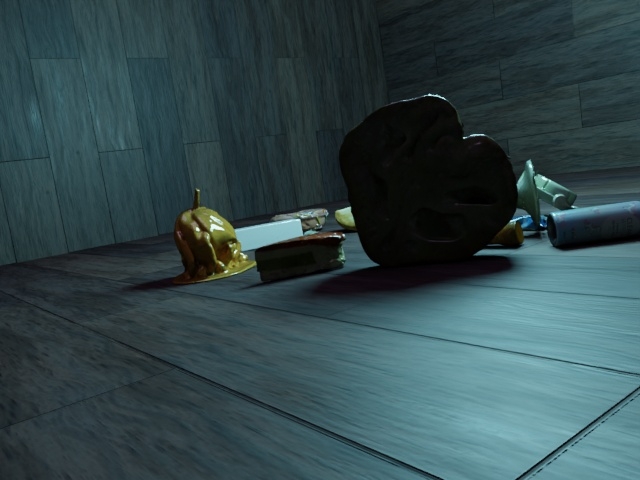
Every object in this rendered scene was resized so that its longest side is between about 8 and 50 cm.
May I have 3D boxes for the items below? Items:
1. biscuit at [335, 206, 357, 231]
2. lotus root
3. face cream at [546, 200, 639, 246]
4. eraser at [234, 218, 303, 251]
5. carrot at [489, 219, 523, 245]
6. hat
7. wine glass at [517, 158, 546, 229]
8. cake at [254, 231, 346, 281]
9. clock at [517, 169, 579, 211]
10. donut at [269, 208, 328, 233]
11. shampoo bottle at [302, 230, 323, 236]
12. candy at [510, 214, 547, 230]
[{"bbox_3d":[0.205,-0.104,2.084,0.308,0.040,0.205,-22,29,7],"label":"biscuit"},{"bbox_3d":[0.215,-0.112,1.263,0.390,0.375,0.111,31,17,10],"label":"lotus root"},{"bbox_3d":[0.599,-0.038,1.219,0.229,0.075,0.075,-9,7,6],"label":"face cream"},{"bbox_3d":[-0.213,-0.014,2.017,0.298,0.076,0.078,-11,6,-22],"label":"eraser"},{"bbox_3d":[0.366,-0.004,1.378,0.224,0.057,0.057,-10,4,42],"label":"carrot"},{"bbox_3d":[-0.301,-0.025,1.567,0.244,0.234,0.233,-13,9,-22],"label":"hat"},{"bbox_3d":[0.370,-0.092,1.473,0.356,0.191,0.190,-7,7,14],"label":"wine glass"},{"bbox_3d":[-0.030,0.034,1.352,0.116,0.086,0.220,-5,6,46],"label":"cake"},{"bbox_3d":[0.666,-0.136,1.684,0.191,0.062,0.151,33,14,17],"label":"clock"},{"bbox_3d":[-0.071,-0.074,2.304,0.232,0.085,0.199,-14,8,-43],"label":"donut"},{"bbox_3d":[0.000,0.000,1.749,0.072,0.049,0.212,-15,8,-19],"label":"shampoo bottle"},{"bbox_3d":[0.538,-0.050,1.530,0.136,0.038,0.088,5,20,35],"label":"candy"}]
